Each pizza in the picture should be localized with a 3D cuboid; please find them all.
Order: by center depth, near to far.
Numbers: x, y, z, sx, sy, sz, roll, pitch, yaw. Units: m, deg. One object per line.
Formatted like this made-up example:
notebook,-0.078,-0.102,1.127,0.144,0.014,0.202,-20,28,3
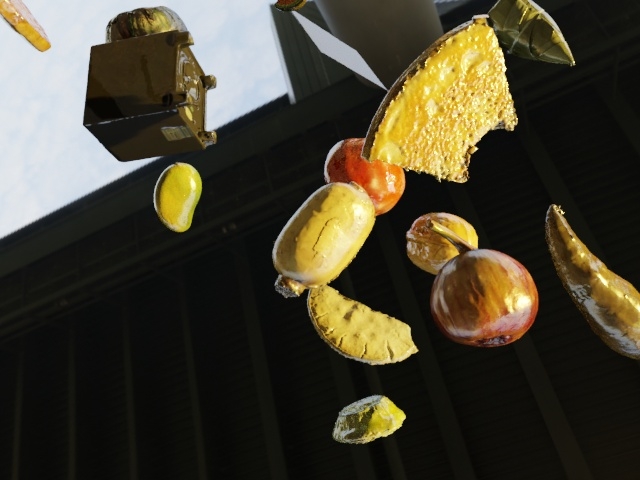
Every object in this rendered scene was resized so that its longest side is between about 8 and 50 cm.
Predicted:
pizza,0.222,-0.226,0.974,0.323,0.223,0.089,-49,-155,2

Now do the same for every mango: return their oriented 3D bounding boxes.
mango,-0.400,-0.122,1.531,0.085,0.122,0.191,20,-86,57

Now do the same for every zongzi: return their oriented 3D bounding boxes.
zongzi,0.289,-0.246,0.714,0.062,0.154,0.130,-50,-114,20

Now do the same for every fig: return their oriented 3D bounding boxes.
fig,0.263,0.070,0.915,0.175,0.175,0.207,-17,-122,18

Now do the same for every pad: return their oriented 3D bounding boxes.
pad,0.066,-0.625,1.814,0.007,0.367,0.247,-46,-122,25

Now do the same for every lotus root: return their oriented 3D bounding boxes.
lotus root,0.000,0.000,1.175,0.284,0.160,0.146,-55,-164,-8

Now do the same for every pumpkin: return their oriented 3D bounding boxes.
pumpkin,-0.489,-0.568,1.557,0.233,0.163,0.233,-15,-161,5

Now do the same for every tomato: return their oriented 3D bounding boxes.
tomato,0.116,-0.164,1.492,0.232,0.232,0.188,8,-144,28

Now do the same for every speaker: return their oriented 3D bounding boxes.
speaker,-0.392,-0.338,1.295,0.254,0.184,0.232,-8,-112,8

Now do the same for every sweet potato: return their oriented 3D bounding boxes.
sweet potato,0.606,0.111,1.191,0.130,0.130,0.422,-42,-82,3

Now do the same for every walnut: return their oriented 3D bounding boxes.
walnut,0.305,0.008,1.406,0.207,0.159,0.159,20,-103,55

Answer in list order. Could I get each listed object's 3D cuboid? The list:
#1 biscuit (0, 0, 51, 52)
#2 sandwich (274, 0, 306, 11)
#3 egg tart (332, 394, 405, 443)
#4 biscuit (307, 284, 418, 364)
biscuit,-0.696,-0.550,1.137,0.046,0.359,0.359,-35,-123,-5
sandwich,-0.055,-0.556,1.222,0.069,0.026,0.101,27,-73,14
egg tart,0.111,0.447,1.377,0.197,0.197,0.078,-22,-97,15
biscuit,0.074,0.196,1.225,0.290,0.038,0.141,27,-128,19
